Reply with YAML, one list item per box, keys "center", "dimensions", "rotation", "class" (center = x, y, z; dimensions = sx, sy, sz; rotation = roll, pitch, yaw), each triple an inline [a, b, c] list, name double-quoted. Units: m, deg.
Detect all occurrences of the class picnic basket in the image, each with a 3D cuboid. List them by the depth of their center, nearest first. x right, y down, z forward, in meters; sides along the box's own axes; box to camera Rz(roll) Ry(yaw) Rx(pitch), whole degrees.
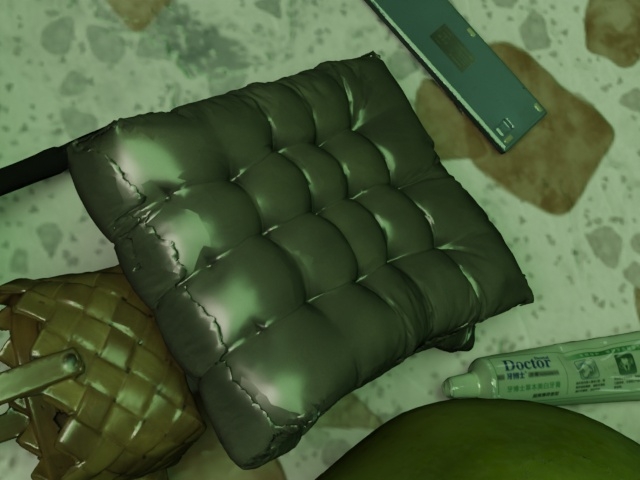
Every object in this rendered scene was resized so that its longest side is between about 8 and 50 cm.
- center: [-0.176, 0.095, 0.926]
  dimensions: [0.178, 0.128, 0.137]
  rotation: [-16, 73, -19]
  class: "picnic basket"

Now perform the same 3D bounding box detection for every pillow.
- center: [0.000, 0.000, 0.998]
  dimensions: [0.228, 0.101, 0.326]
  rotation: [58, 33, 6]
  class: "pillow"

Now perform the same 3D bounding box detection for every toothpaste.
- center: [0.193, 0.101, 1.140]
  dimensions: [0.218, 0.041, 0.064]
  rotation: [-4, 73, -21]
  class: "toothpaste"

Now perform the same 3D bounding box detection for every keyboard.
- center: [0.102, -0.149, 1.181]
  dimensions: [0.055, 0.014, 0.176]
  rotation: [-43, 91, -21]
  class: "keyboard"

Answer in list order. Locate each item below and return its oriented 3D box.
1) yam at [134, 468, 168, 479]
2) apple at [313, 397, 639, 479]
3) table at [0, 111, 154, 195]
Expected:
- center: [-0.111, 0.233, 1.003]
  dimensions: [0.066, 0.066, 0.299]
  rotation: [-13, 80, -19]
  class: "yam"
- center: [0.110, 0.268, 0.923]
  dimensions: [0.357, 0.357, 0.357]
  rotation: [4, 76, -16]
  class: "apple"
- center: [-0.258, -0.148, 0.978]
  dimensions: [0.317, 0.317, 0.249]
  rotation: [49, 56, -1]
  class: "table"
